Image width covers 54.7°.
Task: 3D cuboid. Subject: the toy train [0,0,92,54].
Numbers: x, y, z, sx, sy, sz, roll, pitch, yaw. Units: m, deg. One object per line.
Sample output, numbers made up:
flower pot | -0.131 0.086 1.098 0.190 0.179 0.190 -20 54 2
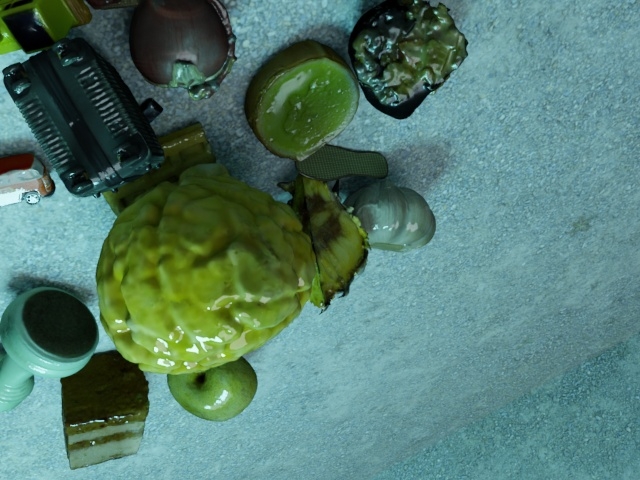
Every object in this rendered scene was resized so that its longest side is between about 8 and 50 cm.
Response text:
toy train | -0.417 -0.310 0.847 0.219 0.127 0.089 -9 139 11

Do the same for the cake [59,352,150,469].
cake | -0.540 0.440 1.540 0.198 0.196 0.293 -6 135 -28

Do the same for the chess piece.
chess piece | -0.628 0.251 1.315 0.299 0.195 0.194 -40 140 27

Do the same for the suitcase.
suitcase | -0.333 -0.172 0.906 0.128 0.312 0.202 -29 101 -4

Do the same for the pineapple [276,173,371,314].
pineapple | 0.005 0.000 1.333 0.158 0.335 0.161 -7 157 -28

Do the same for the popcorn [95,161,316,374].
popcorn | -0.206 0.052 1.110 0.390 0.353 0.344 -37 109 -36

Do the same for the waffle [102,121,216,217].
waffle | -0.300 -0.098 1.219 0.221 0.055 0.248 -22 141 -8

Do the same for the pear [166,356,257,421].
pear | -0.280 0.371 1.617 0.211 0.228 0.189 65 46 -65

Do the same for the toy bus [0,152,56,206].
toy bus | -0.552 -0.096 1.058 0.174 0.079 0.077 -16 129 -15

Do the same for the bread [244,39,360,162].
bread | -0.034 -0.262 1.189 0.236 0.070 0.236 -18 139 -16

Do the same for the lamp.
lamp | -0.241 -0.325 0.956 0.214 0.151 0.224 -17 97 -22

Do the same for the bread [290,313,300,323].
bread | -0.124 0.145 1.521 0.251 0.133 0.174 -28 142 -3

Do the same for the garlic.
garlic | 0.152 -0.056 1.432 0.227 0.152 0.228 3 162 1

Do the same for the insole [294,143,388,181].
insole | 0.050 -0.168 1.340 0.253 0.086 0.005 -3 168 -35

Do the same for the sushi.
sushi | 0.158 -0.336 1.136 0.199 0.204 0.213 -25 109 7

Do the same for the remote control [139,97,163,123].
remote control | -0.326 -0.214 1.110 0.096 0.014 0.039 -36 141 10
